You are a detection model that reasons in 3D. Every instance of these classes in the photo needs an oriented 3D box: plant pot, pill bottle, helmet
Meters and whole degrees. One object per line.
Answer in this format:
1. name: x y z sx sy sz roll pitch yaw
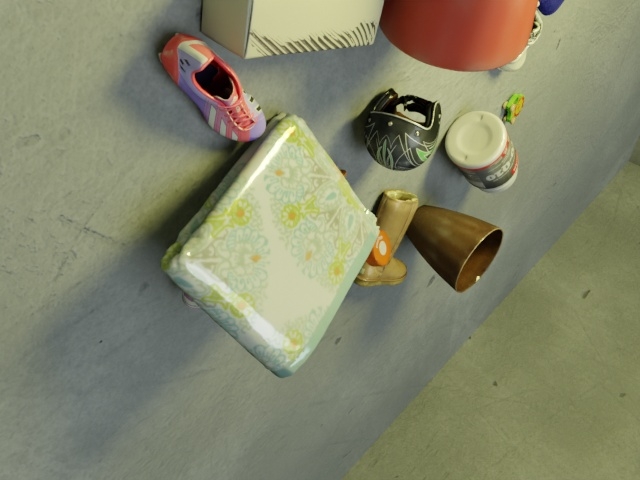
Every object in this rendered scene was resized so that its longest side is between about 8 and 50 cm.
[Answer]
1. plant pot: 0.367 -0.001 1.616 0.215 0.230 0.215 -34 144 -29
2. plant pot: 0.247 -0.457 0.908 0.275 0.275 0.243 -36 155 -27
3. pill bottle: 0.467 -0.238 1.579 0.161 0.161 0.283 -56 149 6
4. helmet: 0.170 -0.228 1.184 0.162 0.169 0.169 -58 154 -26

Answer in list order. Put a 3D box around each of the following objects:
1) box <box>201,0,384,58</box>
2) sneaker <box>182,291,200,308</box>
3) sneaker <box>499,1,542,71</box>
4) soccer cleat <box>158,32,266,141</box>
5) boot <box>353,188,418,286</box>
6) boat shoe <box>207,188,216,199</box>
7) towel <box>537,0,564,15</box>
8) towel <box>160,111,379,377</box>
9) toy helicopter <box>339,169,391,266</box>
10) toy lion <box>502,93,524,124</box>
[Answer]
1. box: -0.034 -0.345 0.834 0.275 0.113 0.094 -22 139 -39
2. sneaker: -0.161 0.023 1.076 0.282 0.102 0.161 -40 171 -36
3. sneaker: 0.481 -0.503 1.374 0.110 0.118 0.292 -55 151 -1
4. soccer cleat: -0.141 -0.210 0.837 0.083 0.095 0.248 -51 149 -3
5. boot: 0.208 -0.005 1.537 0.236 0.089 0.270 -9 127 -50
6. boat shoe: -0.198 -0.033 0.994 0.038 0.046 0.125 33 85 -55
7. towel: 0.559 -0.686 1.312 0.308 0.076 0.228 1 130 -57
8. towel: -0.065 0.004 0.988 0.320 0.090 0.375 50 58 -31
9. toy helicopter: 0.000 0.000 1.178 0.355 0.140 0.235 -38 117 -48
10. toy lion: 0.597 -0.412 1.711 0.096 0.034 0.100 -54 150 -12
